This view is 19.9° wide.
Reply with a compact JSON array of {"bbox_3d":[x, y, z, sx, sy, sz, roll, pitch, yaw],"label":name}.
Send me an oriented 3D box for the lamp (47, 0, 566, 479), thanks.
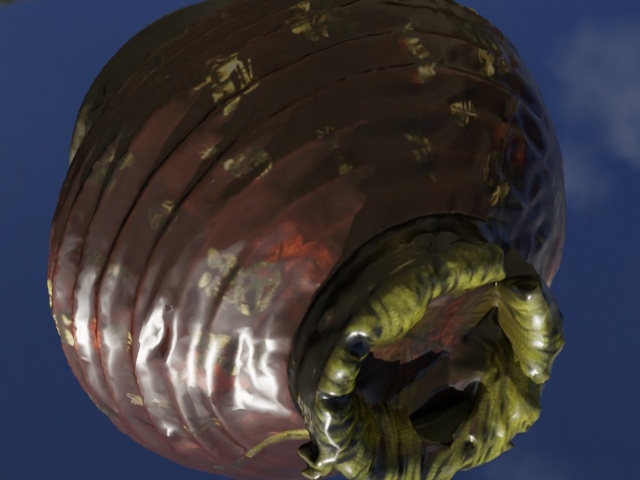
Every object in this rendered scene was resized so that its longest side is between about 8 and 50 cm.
[{"bbox_3d":[0.000,0.000,0.792,0.247,0.247,0.247,-2,-136,2],"label":"lamp"}]
